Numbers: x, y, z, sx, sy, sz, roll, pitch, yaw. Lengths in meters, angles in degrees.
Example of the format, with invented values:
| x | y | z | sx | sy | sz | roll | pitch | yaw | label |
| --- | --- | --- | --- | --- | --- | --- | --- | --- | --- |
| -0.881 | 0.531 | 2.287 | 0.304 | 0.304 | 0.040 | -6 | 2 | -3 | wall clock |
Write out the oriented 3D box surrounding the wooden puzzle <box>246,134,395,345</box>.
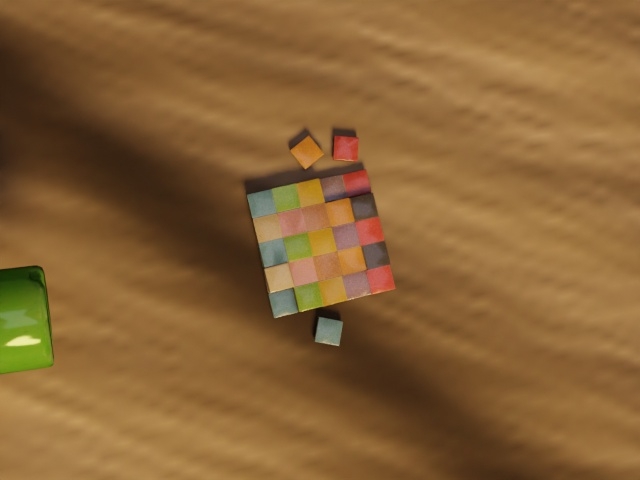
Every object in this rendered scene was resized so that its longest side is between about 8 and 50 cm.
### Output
| x | y | z | sx | sy | sz | roll | pitch | yaw | label |
| --- | --- | --- | --- | --- | --- | --- | --- | --- | --- |
| 0.000 | 0.000 | 0.430 | 0.049 | 0.006 | 0.083 | -13 | 87 | -9 | wooden puzzle |

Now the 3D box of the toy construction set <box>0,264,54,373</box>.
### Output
| x | y | z | sx | sy | sz | roll | pitch | yaw | label |
| --- | --- | --- | --- | --- | --- | --- | --- | --- | --- |
| -0.182 | 0.110 | 0.306 | 0.237 | 0.257 | 0.308 | -8 | 107 | -21 | toy construction set |
